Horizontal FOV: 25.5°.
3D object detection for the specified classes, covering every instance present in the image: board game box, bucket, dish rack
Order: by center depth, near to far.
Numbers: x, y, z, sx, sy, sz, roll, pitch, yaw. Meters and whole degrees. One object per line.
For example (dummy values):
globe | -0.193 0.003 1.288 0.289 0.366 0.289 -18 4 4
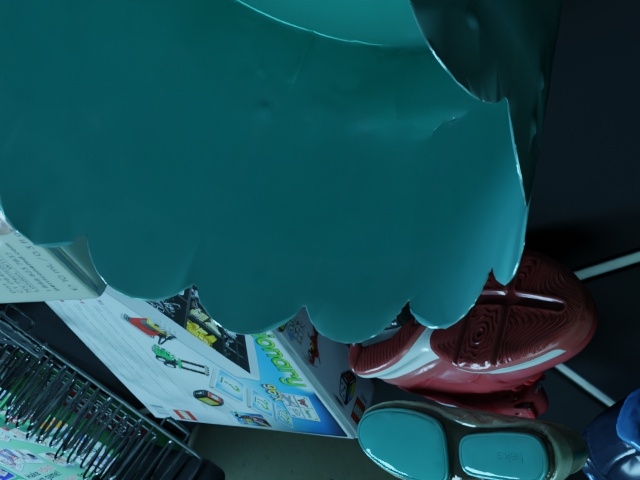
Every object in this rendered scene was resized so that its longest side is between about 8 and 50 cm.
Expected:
bucket | -0.024 -0.101 0.614 0.281 0.183 0.281 14 149 9
board game box | -0.104 0.042 1.016 0.193 0.053 0.305 2 145 29
dish rack | -0.212 0.135 1.140 0.271 0.074 0.208 40 161 -20
board game box | -0.301 0.192 1.378 0.213 0.046 0.317 34 147 -21

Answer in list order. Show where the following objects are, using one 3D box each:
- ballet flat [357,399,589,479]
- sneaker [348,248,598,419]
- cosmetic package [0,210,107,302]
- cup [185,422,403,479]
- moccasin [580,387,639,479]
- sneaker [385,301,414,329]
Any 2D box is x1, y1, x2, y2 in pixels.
ballet flat | 0.100 0.136 0.928 0.168 0.057 0.052 4 -174 44
sneaker | 0.128 0.069 0.920 0.128 0.087 0.221 26 162 -27
cosmetic package | -0.247 -0.052 0.854 0.296 0.153 0.129 -6 140 34
cup | 0.002 0.329 1.238 0.331 0.237 0.331 15 150 9
moccasin | 0.330 0.208 0.989 0.342 0.138 0.117 41 150 -8
sneaker | 0.000 0.000 0.867 0.170 0.075 0.063 29 148 -15
